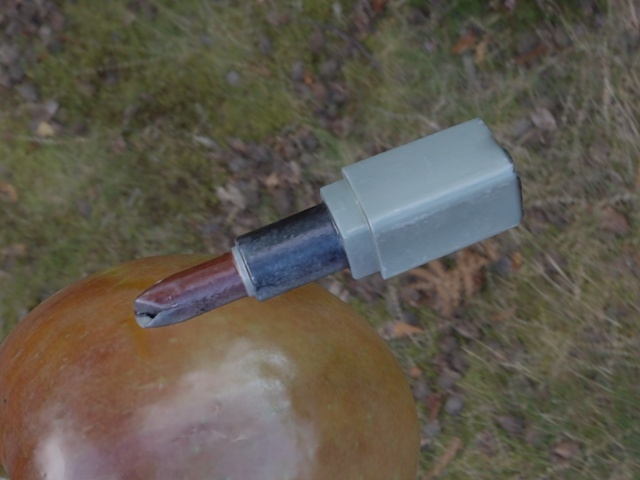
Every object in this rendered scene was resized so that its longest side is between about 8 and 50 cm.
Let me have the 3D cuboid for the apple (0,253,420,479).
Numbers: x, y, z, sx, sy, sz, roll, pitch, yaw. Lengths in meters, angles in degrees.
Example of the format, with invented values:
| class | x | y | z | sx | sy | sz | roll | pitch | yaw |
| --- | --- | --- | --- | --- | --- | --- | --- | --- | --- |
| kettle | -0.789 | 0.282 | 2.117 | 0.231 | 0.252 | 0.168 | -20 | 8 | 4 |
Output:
| class | x | y | z | sx | sy | sz | roll | pitch | yaw |
| --- | --- | --- | --- | --- | --- | --- | --- | --- | --- |
| apple | -0.065 | 0.129 | 0.791 | 0.254 | 0.253 | 0.253 | -6 | 73 | 22 |

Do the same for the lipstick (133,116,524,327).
| class | x | y | z | sx | sy | sz | roll | pitch | yaw |
| --- | --- | --- | --- | --- | --- | --- | --- | --- | --- |
| lipstick | 0.000 | 0.000 | 0.387 | 0.107 | 0.025 | 0.025 | -21 | 50 | -4 |
